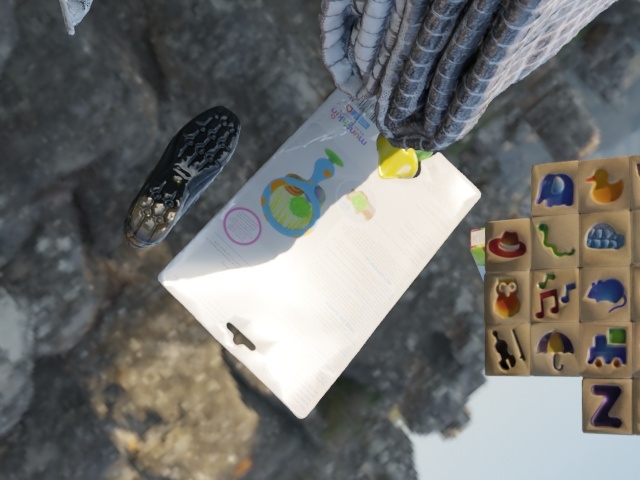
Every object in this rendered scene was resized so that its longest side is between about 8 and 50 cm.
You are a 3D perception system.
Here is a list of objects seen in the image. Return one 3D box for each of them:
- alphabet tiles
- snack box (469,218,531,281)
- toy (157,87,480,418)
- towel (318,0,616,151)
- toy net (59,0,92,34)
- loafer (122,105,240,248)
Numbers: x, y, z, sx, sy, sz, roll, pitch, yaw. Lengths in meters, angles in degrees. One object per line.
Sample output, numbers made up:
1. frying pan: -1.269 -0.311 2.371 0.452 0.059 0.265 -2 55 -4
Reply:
1. alphabet tiles: 0.220 0.037 0.843 0.237 0.198 0.009 -4 172 38
2. snack box: 0.267 0.033 1.622 0.100 0.037 0.141 -10 138 18
3. toy: 0.000 0.000 0.866 0.237 0.137 0.056 -48 -173 -27
4. towel: 0.130 -0.189 0.671 0.235 0.121 0.284 -39 169 -20
5. toy net: -0.304 -0.362 1.422 0.045 0.232 0.122 -14 174 -14
6. loafer: -0.182 -0.082 1.541 0.223 0.076 0.078 -56 -167 -24
